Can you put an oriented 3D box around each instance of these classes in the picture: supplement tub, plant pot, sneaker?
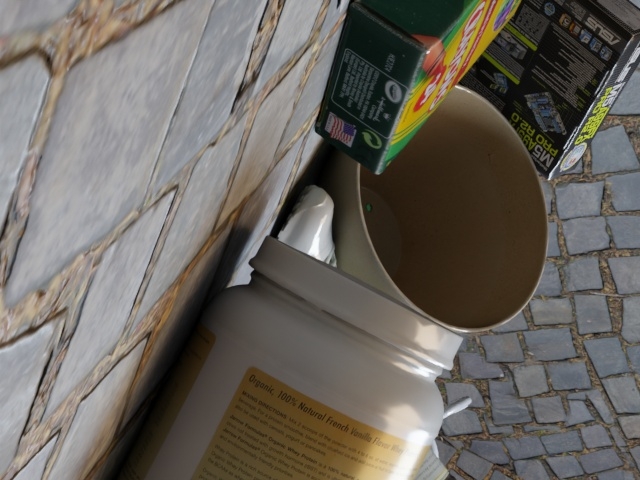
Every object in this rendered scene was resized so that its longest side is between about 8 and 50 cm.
[{"bbox_3d":[-0.034,0.177,0.976,0.316,0.228,0.228,-62,175,0],"label":"supplement tub"},{"bbox_3d":[0.097,-0.023,1.320,0.191,0.284,0.284,-18,-145,52],"label":"plant pot"},{"bbox_3d":[-0.017,0.040,1.226,0.090,0.094,0.235,-55,170,-46],"label":"sneaker"}]

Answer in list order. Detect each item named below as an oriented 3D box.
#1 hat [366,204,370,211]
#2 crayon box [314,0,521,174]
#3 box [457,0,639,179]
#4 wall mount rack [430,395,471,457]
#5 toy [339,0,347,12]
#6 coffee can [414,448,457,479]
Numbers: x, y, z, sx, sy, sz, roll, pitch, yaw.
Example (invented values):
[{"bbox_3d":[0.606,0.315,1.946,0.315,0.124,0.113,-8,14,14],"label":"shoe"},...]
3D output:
[{"bbox_3d":[0.069,-0.111,1.755,0.173,0.183,0.208,-56,-143,-1],"label":"hat"},{"bbox_3d":[0.130,-0.233,1.061,0.318,0.081,0.202,-51,170,-27],"label":"crayon box"},{"bbox_3d":[0.233,-0.238,1.331,0.060,0.270,0.216,-23,149,-38],"label":"box"},{"bbox_3d":[0.043,0.217,1.679,0.304,0.350,0.130,-33,169,25],"label":"wall mount rack"},{"bbox_3d":[0.094,-0.280,0.836,0.237,0.056,0.137,-61,174,-14],"label":"toy"},{"bbox_3d":[0.022,0.273,1.502,0.201,0.275,0.201,-36,172,-6],"label":"coffee can"}]
